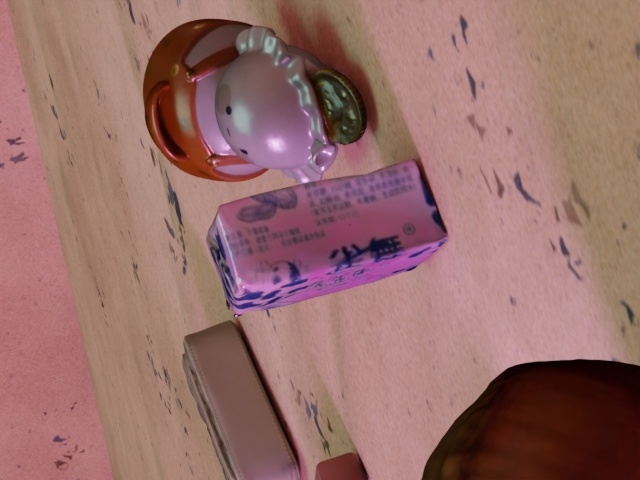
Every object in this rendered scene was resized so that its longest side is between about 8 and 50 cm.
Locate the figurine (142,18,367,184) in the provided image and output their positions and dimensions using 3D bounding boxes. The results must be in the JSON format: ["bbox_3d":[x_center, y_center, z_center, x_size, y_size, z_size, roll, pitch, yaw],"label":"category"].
[{"bbox_3d":[-0.049,-0.113,1.428,0.271,0.143,0.143,0,110,40],"label":"figurine"}]

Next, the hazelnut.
[{"bbox_3d":[0.152,0.163,0.892,0.208,0.208,0.208,162,90,-76],"label":"hazelnut"}]

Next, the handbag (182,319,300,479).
[{"bbox_3d":[-0.093,0.240,2.076,0.219,0.079,0.256,86,162,-53],"label":"handbag"}]

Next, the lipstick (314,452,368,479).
[{"bbox_3d":[0.019,0.266,1.744,0.145,0.045,0.045,93,158,-56],"label":"lipstick"}]

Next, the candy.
[{"bbox_3d":[0.000,0.000,1.271,0.092,0.160,0.073,131,124,-72],"label":"candy"}]
